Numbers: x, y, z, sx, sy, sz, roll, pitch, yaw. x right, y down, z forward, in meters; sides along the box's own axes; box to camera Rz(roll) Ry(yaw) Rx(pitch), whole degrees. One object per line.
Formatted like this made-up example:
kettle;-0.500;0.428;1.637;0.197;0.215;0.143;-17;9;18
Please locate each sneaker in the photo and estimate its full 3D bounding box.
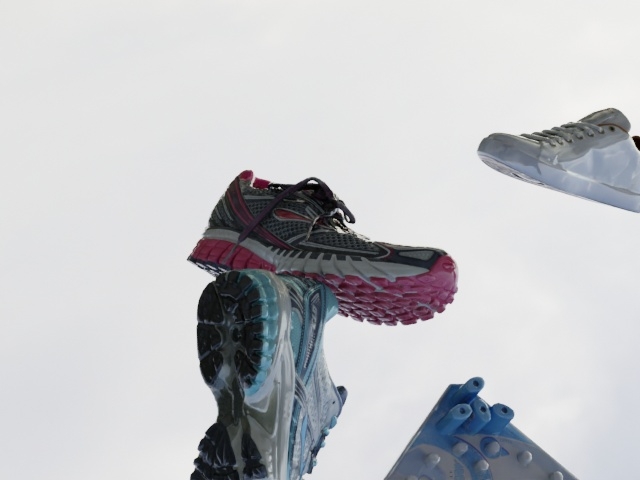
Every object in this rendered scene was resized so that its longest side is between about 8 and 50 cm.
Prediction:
sneaker;0.000;0.000;1.478;0.299;0.121;0.112;12;-105;41
sneaker;0.312;-0.120;2.035;0.290;0.123;0.106;12;-174;-41
sneaker;-0.030;0.164;1.363;0.122;0.283;0.110;-3;-169;-39

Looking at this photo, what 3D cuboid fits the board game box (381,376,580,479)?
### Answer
board game box;0.212;0.381;1.678;0.390;0.050;0.390;40;-131;1
